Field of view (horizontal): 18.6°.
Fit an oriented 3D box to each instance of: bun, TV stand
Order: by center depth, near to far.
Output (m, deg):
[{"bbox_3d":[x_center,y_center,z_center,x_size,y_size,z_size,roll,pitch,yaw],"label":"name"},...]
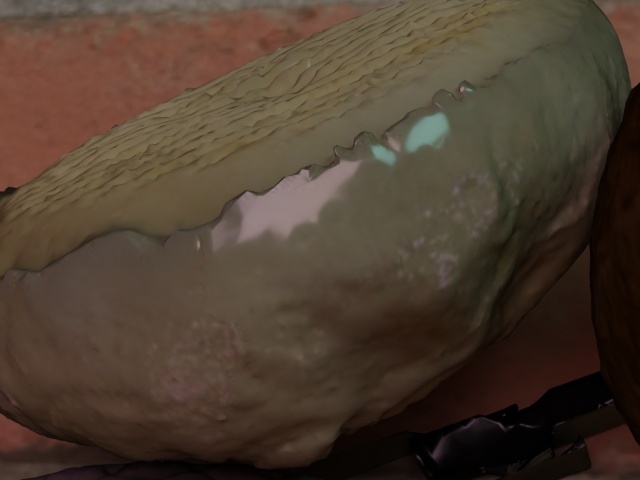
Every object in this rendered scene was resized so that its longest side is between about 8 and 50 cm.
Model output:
[{"bbox_3d":[0.000,0.000,0.784,0.287,0.287,0.146,-25,105,1],"label":"bun"},{"bbox_3d":[0.045,0.098,0.827,0.249,0.036,0.042,-21,63,3],"label":"TV stand"}]

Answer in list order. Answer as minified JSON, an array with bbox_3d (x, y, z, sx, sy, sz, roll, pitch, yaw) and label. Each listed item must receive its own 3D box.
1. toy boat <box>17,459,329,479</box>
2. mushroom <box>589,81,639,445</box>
[{"bbox_3d":[-0.077,0.153,0.782,0.227,0.155,0.085,-8,28,3],"label":"toy boat"},{"bbox_3d":[0.257,0.035,0.664,0.331,0.334,0.356,4,57,15],"label":"mushroom"}]
